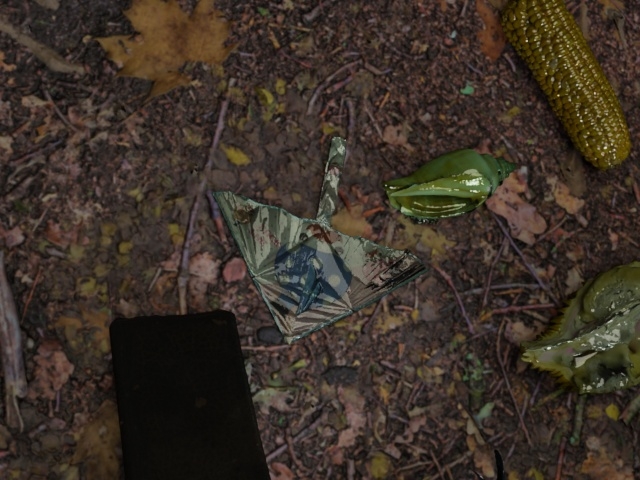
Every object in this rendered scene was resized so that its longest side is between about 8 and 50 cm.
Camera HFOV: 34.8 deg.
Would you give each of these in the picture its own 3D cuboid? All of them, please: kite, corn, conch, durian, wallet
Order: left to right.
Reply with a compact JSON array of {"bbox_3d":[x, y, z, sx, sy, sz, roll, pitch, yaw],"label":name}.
[{"bbox_3d":[-0.167,0.214,1.278,0.171,0.044,0.321,-7,43,-11],"label":"wallet"},{"bbox_3d":[0.000,0.000,1.461,0.335,0.011,0.314,18,76,-11],"label":"kite"},{"bbox_3d":[0.196,-0.082,1.489,0.201,0.079,0.094,-24,100,1],"label":"conch"},{"bbox_3d":[0.381,-0.249,1.549,0.102,0.102,0.313,-32,89,-16],"label":"corn"},{"bbox_3d":[0.425,0.129,1.459,0.306,0.166,0.172,-22,84,-6],"label":"durian"}]

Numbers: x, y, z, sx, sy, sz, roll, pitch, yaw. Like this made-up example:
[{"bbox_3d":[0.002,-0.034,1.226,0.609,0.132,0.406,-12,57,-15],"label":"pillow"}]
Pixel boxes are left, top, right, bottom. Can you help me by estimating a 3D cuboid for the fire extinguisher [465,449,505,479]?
[{"bbox_3d":[0.127,0.421,1.359,0.337,0.114,0.135,-31,109,-17],"label":"fire extinguisher"}]
